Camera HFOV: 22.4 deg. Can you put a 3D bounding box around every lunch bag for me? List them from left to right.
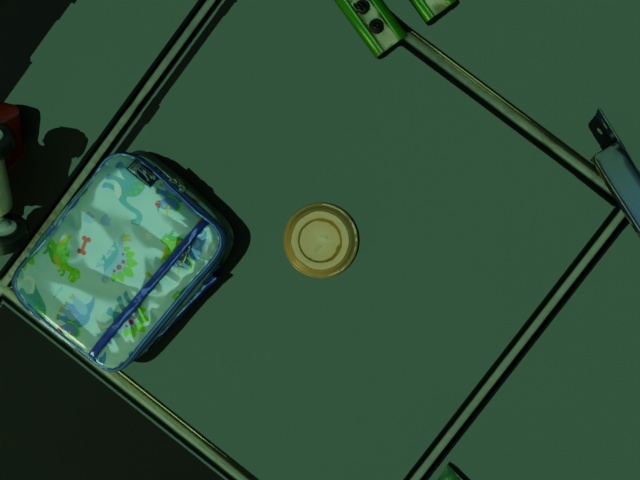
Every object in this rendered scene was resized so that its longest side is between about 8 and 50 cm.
[{"bbox_3d":[-0.211,0.023,1.766,0.176,0.090,0.219,43,98,2],"label":"lunch bag"}]

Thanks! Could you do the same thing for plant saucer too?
[{"bbox_3d":[0.000,0.000,1.770,0.083,0.013,0.083,0,92,9],"label":"plant saucer"}]

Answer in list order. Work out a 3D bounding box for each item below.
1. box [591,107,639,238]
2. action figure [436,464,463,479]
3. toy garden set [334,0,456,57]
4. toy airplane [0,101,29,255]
[{"bbox_3d":[0.332,-0.031,1.659,0.036,0.136,0.225,-31,87,8],"label":"box"},{"bbox_3d":[0.201,0.360,1.730,0.232,0.063,0.137,30,92,3],"label":"action figure"},{"bbox_3d":[0.099,-0.347,1.717,0.244,0.049,0.204,-35,92,8],"label":"toy garden set"},{"bbox_3d":[-0.527,-0.036,1.681,0.272,0.384,0.386,30,91,37],"label":"toy airplane"}]
